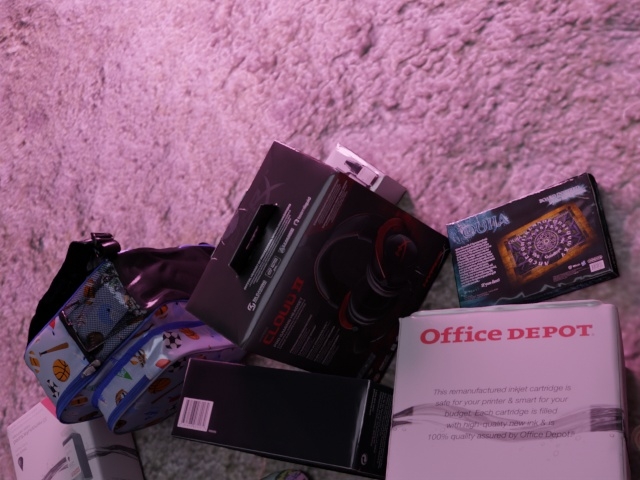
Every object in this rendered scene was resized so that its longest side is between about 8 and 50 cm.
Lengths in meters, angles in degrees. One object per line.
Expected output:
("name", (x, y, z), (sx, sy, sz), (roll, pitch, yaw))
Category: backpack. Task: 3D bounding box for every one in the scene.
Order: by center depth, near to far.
("backpack", (-0.244, 0.134, 1.389), (0.263, 0.276, 0.213), (-37, 69, 24))

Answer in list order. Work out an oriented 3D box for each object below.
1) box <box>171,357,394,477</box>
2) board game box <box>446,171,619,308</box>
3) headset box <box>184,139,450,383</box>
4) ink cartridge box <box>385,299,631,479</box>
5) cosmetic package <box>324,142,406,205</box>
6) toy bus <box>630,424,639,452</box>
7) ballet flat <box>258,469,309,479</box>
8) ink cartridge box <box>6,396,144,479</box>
("box", (-0.010, 0.211, 1.217), (0.261, 0.184, 0.103), (2, 71, 36))
("board game box", (0.239, 0.010, 1.210), (0.186, 0.026, 0.126), (-21, 62, 29))
("headset box", (-0.002, 0.034, 1.206), (0.110, 0.293, 0.218), (29, 90, 39))
("ink cartridge box", (0.187, 0.226, 1.024), (0.223, 0.129, 0.307), (-5, 53, 19))
("cosmetic package", (0.000, 0.000, 1.367), (0.099, 0.060, 0.239), (38, 97, 40))
("toy bus", (0.384, 0.278, 0.956), (0.191, 0.104, 0.202), (1, 36, 8))
("ballet flat", (-0.112, 0.349, 1.308), (0.221, 0.079, 0.077), (-32, 56, 23))
("ink cartridge box", (-0.341, 0.325, 1.477), (0.158, 0.092, 0.218), (-37, 57, 20))
